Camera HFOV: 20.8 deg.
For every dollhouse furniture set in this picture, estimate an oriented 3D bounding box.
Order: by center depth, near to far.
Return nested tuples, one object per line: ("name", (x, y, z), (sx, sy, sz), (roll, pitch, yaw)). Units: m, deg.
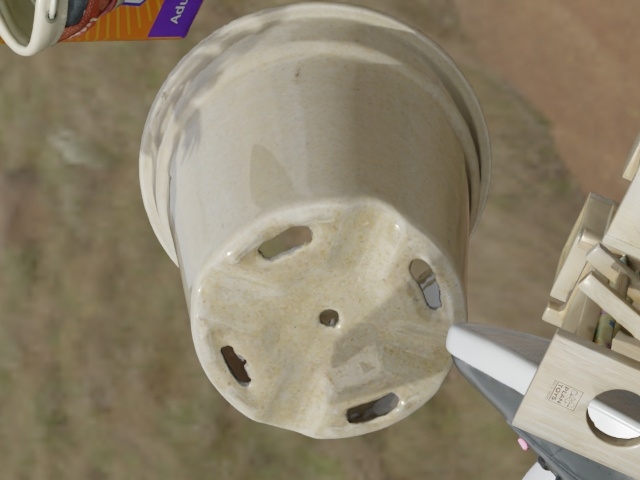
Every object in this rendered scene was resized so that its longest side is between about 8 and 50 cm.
("dollhouse furniture set", (0.185, 0.004, 0.866), (0.182, 0.101, 0.161), (-61, -6, -58))

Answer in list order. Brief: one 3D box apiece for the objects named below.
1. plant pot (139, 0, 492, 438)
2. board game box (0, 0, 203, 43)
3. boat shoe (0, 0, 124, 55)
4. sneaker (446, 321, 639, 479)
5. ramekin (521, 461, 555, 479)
("plant pot", (0.000, 0.000, 1.514), (0.305, 0.334, 0.334), (-94, 11, -63))
("board game box", (-0.259, -0.399, 1.354), (0.356, 0.356, 0.356), (45, 122, 26))
("boat shoe", (-0.096, -0.123, 0.515), (0.049, 0.043, 0.137), (2, 118, 36))
("sneaker", (0.166, 0.160, 0.988), (0.296, 0.104, 0.147), (32, 109, 34))
("ramekin", (0.250, 0.195, 1.229), (0.207, 0.207, 0.109), (111, 143, -49))
